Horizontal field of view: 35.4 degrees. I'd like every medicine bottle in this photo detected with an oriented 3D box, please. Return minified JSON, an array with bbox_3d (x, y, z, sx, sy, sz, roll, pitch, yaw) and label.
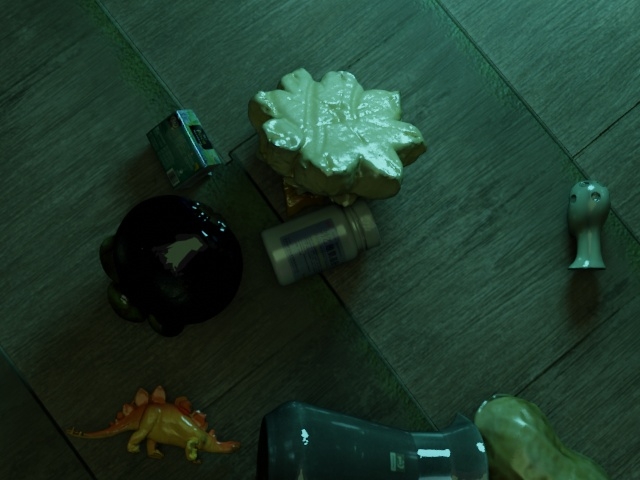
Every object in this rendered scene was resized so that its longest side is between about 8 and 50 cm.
[{"bbox_3d":[0.000,0.000,1.698,0.187,0.103,0.102,-21,85,-5],"label":"medicine bottle"}]

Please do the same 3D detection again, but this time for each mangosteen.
[{"bbox_3d":[-0.243,0.041,1.636,0.243,0.243,0.243,0,83,-2],"label":"mangosteen"}]

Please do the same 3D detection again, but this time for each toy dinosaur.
[{"bbox_3d":[-0.269,0.302,1.671,0.288,0.070,0.117,12,72,-5],"label":"toy dinosaur"}]

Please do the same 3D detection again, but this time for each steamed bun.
[{"bbox_3d":[0.027,-0.157,1.687,0.292,0.137,0.295,38,47,19],"label":"steamed bun"}]

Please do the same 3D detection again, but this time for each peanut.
[{"bbox_3d":[0.371,0.409,1.641,0.340,0.158,0.174,40,104,6],"label":"peanut"}]

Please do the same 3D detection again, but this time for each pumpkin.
[{"bbox_3d":[-0.034,-0.097,1.743,0.073,0.035,0.101,-13,86,-1],"label":"pumpkin"}]

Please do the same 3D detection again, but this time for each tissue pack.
[{"bbox_3d":[-0.228,-0.157,1.724,0.085,0.079,0.111,-32,83,30],"label":"tissue pack"}]

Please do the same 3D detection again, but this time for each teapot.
[{"bbox_3d":[0.076,0.404,1.581,0.344,0.253,0.300,2,67,-7],"label":"teapot"}]

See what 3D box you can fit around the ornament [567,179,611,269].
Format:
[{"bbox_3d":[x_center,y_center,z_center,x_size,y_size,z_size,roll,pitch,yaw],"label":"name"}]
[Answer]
[{"bbox_3d":[0.461,-0.026,1.740,0.075,0.081,0.156,4,85,-36],"label":"ornament"}]
